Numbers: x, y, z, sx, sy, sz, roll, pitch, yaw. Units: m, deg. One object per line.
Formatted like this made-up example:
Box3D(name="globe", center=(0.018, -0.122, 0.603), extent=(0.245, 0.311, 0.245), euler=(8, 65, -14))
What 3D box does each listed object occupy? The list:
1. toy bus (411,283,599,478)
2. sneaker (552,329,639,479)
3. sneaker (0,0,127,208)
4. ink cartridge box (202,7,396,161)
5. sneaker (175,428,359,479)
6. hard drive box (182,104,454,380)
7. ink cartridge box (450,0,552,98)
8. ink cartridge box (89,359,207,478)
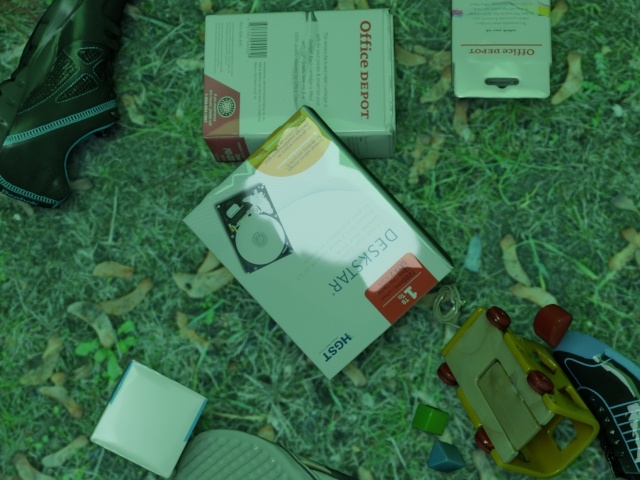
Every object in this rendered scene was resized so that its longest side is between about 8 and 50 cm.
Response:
Box3D(name="toy bus", center=(0.205, 0.152, 1.198), extent=(0.104, 0.191, 0.202), euler=(22, 72, -34))
Box3D(name="sneaker", center=(0.322, 0.196, 1.188), extent=(0.232, 0.081, 0.090), euler=(42, 73, 13))
Box3D(name="sneaker", center=(-0.293, -0.196, 1.357), extent=(0.139, 0.125, 0.341), euler=(33, 74, -15))
Box3D(name="ink cartridge box", center=(-0.021, -0.179, 1.324), extent=(0.217, 0.092, 0.159), euler=(-1, 74, 6))
Box3D(name="sneaker", center=(-0.005, 0.293, 1.174), extent=(0.321, 0.127, 0.126), euler=(19, 82, 36))
Box3D(name="hard drive box", center=(0.000, 0.000, 1.223), extent=(0.181, 0.089, 0.232), euler=(-44, 90, 6))
Box3D(name="ink cartridge box", center=(0.210, -0.245, 1.338), extent=(0.115, 0.067, 0.198), euler=(1, 72, 5))
Box3D(name="ink cartridge box", center=(-0.185, 0.190, 1.207), extent=(0.089, 0.143, 0.092), euler=(28, 77, -6))
